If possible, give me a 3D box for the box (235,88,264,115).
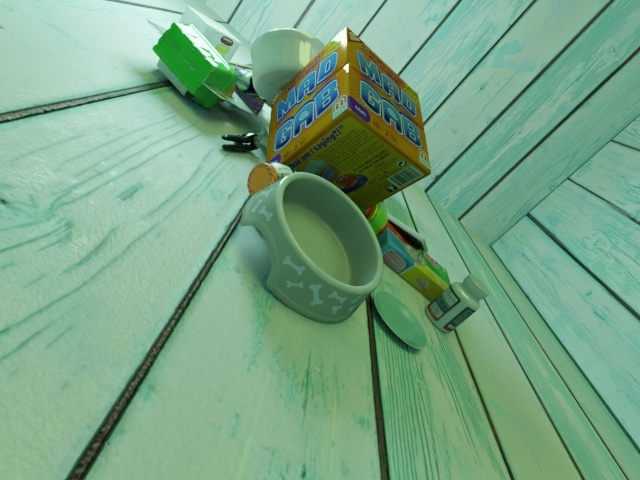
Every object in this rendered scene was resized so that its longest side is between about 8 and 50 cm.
[{"bbox_3d":[-0.359,-0.640,1.647,0.293,0.057,0.201,33,25,-23],"label":"box"}]

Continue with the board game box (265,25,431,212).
[{"bbox_3d":[0.081,-0.342,1.289,0.356,0.356,0.357,26,51,-36],"label":"board game box"}]

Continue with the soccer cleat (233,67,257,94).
[{"bbox_3d":[-0.223,-0.597,1.586,0.121,0.093,0.289,39,28,22],"label":"soccer cleat"}]

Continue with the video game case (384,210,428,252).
[{"bbox_3d":[0.329,-0.032,1.593,0.201,0.023,0.183,38,-2,25],"label":"video game case"}]

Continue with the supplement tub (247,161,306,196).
[{"bbox_3d":[-0.095,-0.138,1.078,0.190,0.117,0.117,10,38,-54],"label":"supplement tub"}]

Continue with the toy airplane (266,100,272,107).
[{"bbox_3d":[-0.024,-0.523,1.717,0.386,0.272,0.384,48,51,-21],"label":"toy airplane"}]

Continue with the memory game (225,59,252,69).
[{"bbox_3d":[-0.340,-0.678,1.558,0.186,0.012,0.186,12,21,-5],"label":"memory game"}]

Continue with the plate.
[{"bbox_3d":[0.203,0.209,1.061,0.188,0.024,0.188,34,23,-17],"label":"plate"}]

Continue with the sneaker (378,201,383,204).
[{"bbox_3d":[0.259,-0.343,1.977,0.202,0.185,0.483,41,20,-14],"label":"sneaker"}]

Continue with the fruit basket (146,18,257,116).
[{"bbox_3d":[-0.376,-0.545,1.344,0.327,0.165,0.353,48,8,0],"label":"fruit basket"}]

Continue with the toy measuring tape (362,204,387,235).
[{"bbox_3d":[0.177,-0.042,1.357,0.121,0.121,0.330,35,23,-19],"label":"toy measuring tape"}]

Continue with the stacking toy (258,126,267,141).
[{"bbox_3d":[-0.117,-0.378,1.467,0.167,0.052,0.221,37,51,-14],"label":"stacking toy"}]

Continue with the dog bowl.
[{"bbox_3d":[0.000,0.000,0.894,0.348,0.102,0.349,30,40,-28],"label":"dog bowl"}]

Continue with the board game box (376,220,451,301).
[{"bbox_3d":[0.337,0.083,1.470,0.316,0.064,0.242,39,22,-8],"label":"board game box"}]

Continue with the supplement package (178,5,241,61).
[{"bbox_3d":[-0.487,-0.879,1.767,0.134,0.139,0.244,45,22,11],"label":"supplement package"}]

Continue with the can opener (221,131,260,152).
[{"bbox_3d":[-0.240,-0.291,1.220,0.186,0.073,0.059,-43,124,-65],"label":"can opener"}]

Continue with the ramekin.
[{"bbox_3d":[-0.110,-0.588,1.421,0.277,0.277,0.135,16,72,-49],"label":"ramekin"}]

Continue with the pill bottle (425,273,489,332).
[{"bbox_3d":[0.425,0.192,1.258,0.108,0.180,0.108,35,23,-17],"label":"pill bottle"}]
